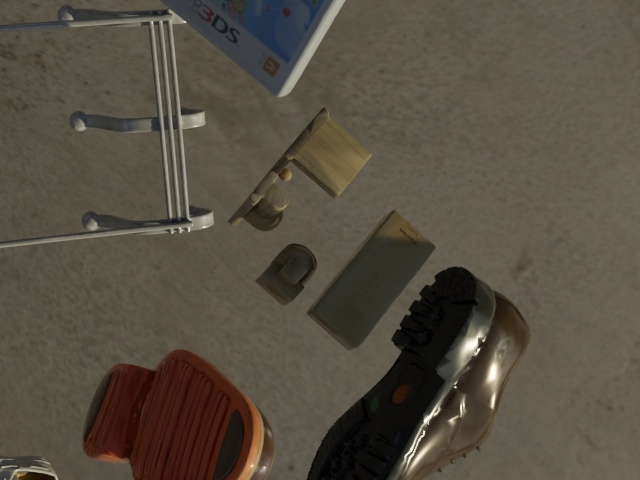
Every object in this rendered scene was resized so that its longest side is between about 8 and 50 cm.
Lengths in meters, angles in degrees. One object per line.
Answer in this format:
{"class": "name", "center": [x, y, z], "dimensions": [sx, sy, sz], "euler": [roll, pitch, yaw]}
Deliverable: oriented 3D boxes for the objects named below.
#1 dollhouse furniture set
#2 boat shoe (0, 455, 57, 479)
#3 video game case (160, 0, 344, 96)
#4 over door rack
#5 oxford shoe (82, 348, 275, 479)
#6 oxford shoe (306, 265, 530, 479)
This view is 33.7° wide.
{"class": "dollhouse furniture set", "center": [0.000, 0.000, 0.935], "dimensions": [0.151, 0.123, 0.144], "euler": [41, 71, -5]}
{"class": "boat shoe", "center": [-0.275, 0.208, 0.912], "dimensions": [0.100, 0.035, 0.035], "euler": [9, 101, -43]}
{"class": "video game case", "center": [-0.052, -0.246, 0.785], "dimensions": [0.193, 0.023, 0.212], "euler": [40, 123, 9]}
{"class": "over door rack", "center": [-0.278, -0.110, 1.058], "dimensions": [0.324, 0.108, 0.239], "euler": [-10, 106, -21]}
{"class": "oxford shoe", "center": [-0.110, 0.180, 0.993], "dimensions": [0.133, 0.364, 0.129], "euler": [24, 79, -24]}
{"class": "oxford shoe", "center": [0.069, 0.136, 0.723], "dimensions": [0.096, 0.083, 0.227], "euler": [32, 99, -30]}
